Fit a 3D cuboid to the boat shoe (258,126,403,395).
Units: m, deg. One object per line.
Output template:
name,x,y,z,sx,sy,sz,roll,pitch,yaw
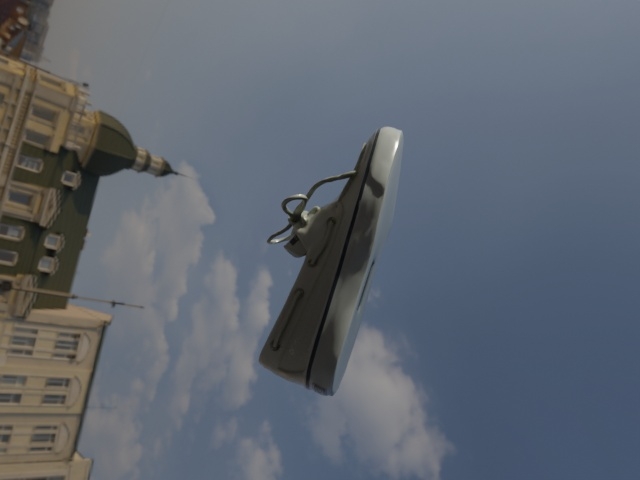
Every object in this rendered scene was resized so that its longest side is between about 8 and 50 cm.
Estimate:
boat shoe,0.001,0.004,0.662,0.156,0.136,0.367,15,-102,14
